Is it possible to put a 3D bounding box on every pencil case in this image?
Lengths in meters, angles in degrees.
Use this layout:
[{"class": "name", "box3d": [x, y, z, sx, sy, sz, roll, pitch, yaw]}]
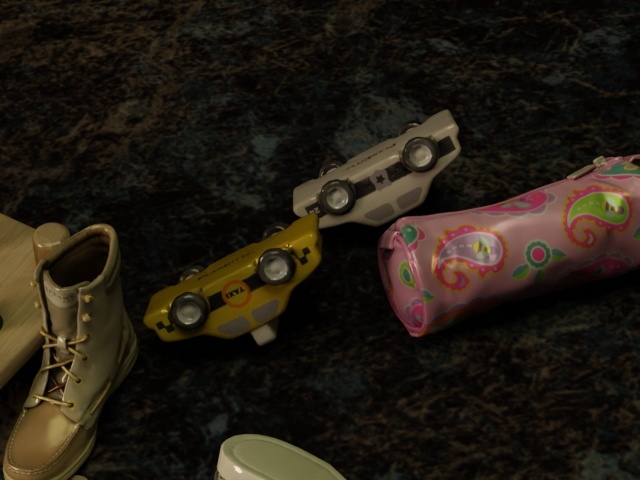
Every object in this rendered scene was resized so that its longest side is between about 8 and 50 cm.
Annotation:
[{"class": "pencil case", "box3d": [0.200, 0.003, 1.581, 0.284, 0.124, 0.124, -17, 48, -13]}]

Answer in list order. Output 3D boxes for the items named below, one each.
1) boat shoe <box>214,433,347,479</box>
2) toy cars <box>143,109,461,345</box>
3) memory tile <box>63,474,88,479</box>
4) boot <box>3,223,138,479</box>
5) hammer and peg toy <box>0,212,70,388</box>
[{"class": "boat shoe", "box3d": [0.036, 0.269, 1.340, 0.305, 0.091, 0.109, 27, 20, 23]}, {"class": "toy cars", "box3d": [0.000, 0.000, 1.600, 0.394, 0.087, 0.176, -38, 17, -32]}, {"class": "memory tile", "box3d": [-0.249, 0.254, 1.376, 0.148, 0.012, 0.113, -25, 26, -23]}, {"class": "boot", "box3d": [-0.230, 0.104, 1.444, 0.077, 0.165, 0.213, 14, 45, 14]}, {"class": "hammer and peg toy", "box3d": [-0.409, 0.086, 1.486, 0.266, 0.127, 0.361, 24, 50, 21]}]
